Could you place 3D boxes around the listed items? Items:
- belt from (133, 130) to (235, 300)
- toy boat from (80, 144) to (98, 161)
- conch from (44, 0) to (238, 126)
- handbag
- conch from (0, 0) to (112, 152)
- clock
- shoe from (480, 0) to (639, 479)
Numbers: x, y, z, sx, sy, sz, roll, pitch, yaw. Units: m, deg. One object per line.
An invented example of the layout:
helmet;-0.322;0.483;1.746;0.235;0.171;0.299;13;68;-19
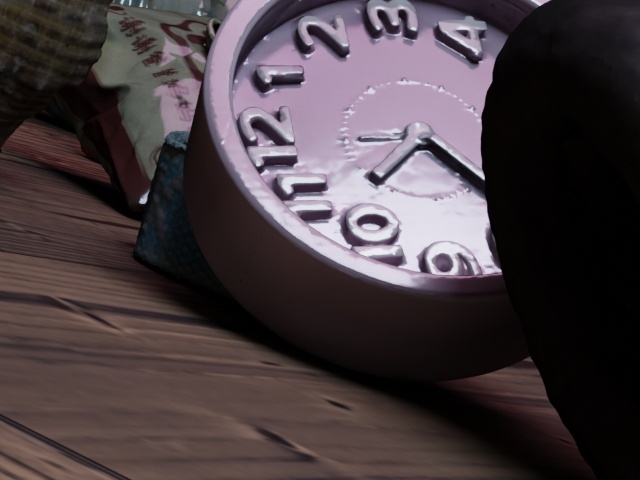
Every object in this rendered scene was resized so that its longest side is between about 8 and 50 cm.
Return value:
belt;-0.007;-0.003;0.938;0.163;0.082;0.147;20;8;5
toy boat;-0.017;-0.070;1.439;0.332;0.133;0.145;23;4;30
conch;-0.157;-0.183;1.765;0.303;0.215;0.319;7;45;-52
handbag;-0.066;-0.079;1.250;0.235;0.127;0.213;7;31;-38
conch;-0.205;-0.138;1.027;0.178;0.245;0.163;47;21;-18
clock;0.040;-0.038;0.843;0.197;0.197;0.068;21;-36;3
shoe;0.218;0.047;0.682;0.384;0.237;0.171;57;-21;22
